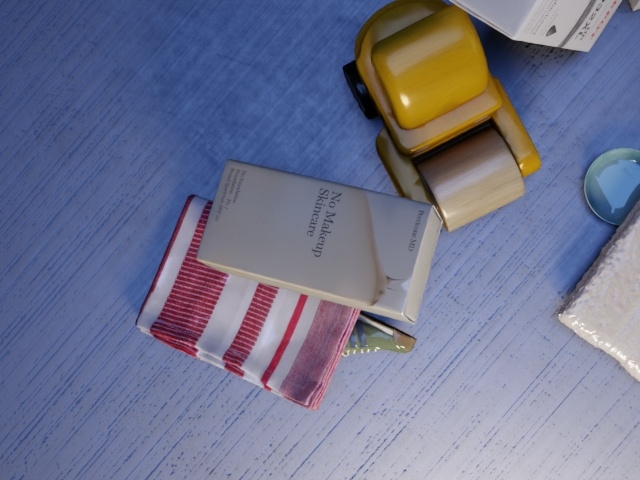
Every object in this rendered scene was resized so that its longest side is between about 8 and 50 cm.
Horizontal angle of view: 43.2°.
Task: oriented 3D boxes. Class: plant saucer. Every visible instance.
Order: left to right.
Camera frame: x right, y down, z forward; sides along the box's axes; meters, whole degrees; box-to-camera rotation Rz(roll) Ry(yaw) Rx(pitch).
[{"bbox_3d":[0.462,-0.081,1.238,0.119,0.021,0.119,0,87,4],"label":"plant saucer"}]

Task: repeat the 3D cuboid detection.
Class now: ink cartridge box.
[{"bbox_3d":[0.325,-0.384,1.079,0.129,0.307,0.223,40,118,23],"label":"ink cartridge box"}]

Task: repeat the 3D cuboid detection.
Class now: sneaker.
[{"bbox_3d":[0.044,0.149,1.239,0.192,0.064,0.086,23,90,11],"label":"sneaker"}]

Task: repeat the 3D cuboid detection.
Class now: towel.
[{"bbox_3d":[-0.105,0.086,1.231,0.329,0.037,0.237,21,86,17],"label":"towel"},{"bbox_3d":[0.503,0.055,1.205,0.187,0.049,0.282,37,93,0],"label":"towel"}]

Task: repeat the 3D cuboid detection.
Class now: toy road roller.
[{"bbox_3d":[0.169,-0.189,1.156,0.202,0.240,0.330,-27,85,3],"label":"toy road roller"}]

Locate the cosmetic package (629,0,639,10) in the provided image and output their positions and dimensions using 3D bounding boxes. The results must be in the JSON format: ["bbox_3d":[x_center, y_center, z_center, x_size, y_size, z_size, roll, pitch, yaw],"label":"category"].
[{"bbox_3d":[0.568,-0.455,1.211,0.238,0.107,0.127,-22,83,6],"label":"cosmetic package"}]

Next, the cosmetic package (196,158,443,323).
[{"bbox_3d":[0.000,0.000,1.146,0.309,0.113,0.160,13,82,19],"label":"cosmetic package"}]
